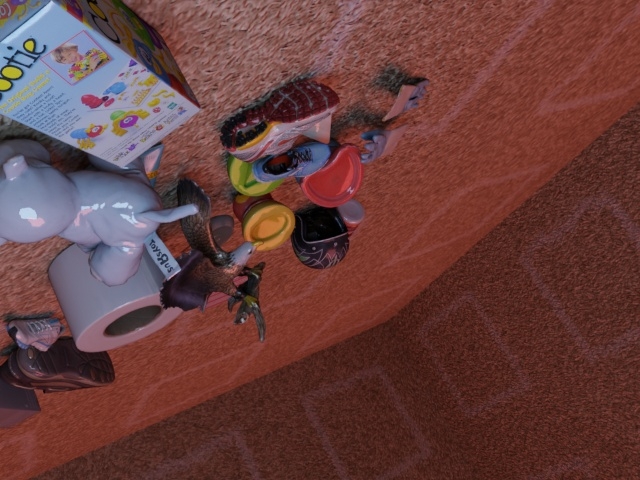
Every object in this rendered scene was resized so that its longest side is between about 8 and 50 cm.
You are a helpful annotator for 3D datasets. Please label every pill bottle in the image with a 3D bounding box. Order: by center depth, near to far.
[{"bbox_3d":[0.063,-0.050,1.797,0.086,0.086,0.152,-19,159,-30],"label":"pill bottle"}]

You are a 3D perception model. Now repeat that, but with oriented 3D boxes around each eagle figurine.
[{"bbox_3d":[-0.218,0.041,1.240,0.225,0.226,0.298,-55,134,-2],"label":"eagle figurine"}]

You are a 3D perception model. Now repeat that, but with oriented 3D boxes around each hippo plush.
[{"bbox_3d":[-0.370,-0.031,0.905,0.236,0.294,0.234,-2,126,-41],"label":"hippo plush"}]

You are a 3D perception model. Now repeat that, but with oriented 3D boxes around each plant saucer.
[{"bbox_3d":[-0.252,-0.011,1.482,0.119,0.021,0.119,-31,155,-16],"label":"plant saucer"}]

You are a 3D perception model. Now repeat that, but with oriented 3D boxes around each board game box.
[{"bbox_3d":[-0.287,-0.213,0.719,0.144,0.142,0.275,-33,162,10],"label":"board game box"}]

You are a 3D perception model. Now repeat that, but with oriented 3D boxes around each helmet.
[{"bbox_3d":[0.000,0.000,1.695,0.169,0.162,0.169,-23,161,-9],"label":"helmet"}]

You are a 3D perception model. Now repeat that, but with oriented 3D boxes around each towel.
[{"bbox_3d":[-0.291,0.147,1.875,0.144,0.029,0.197,-21,162,-27],"label":"towel"}]

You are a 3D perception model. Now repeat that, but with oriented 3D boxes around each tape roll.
[{"bbox_3d":[-0.422,0.102,1.312,0.246,0.169,0.246,-27,161,-10],"label":"tape roll"}]

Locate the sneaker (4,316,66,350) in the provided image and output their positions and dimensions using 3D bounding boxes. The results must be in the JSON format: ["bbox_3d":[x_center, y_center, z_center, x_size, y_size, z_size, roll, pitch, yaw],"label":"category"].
[{"bbox_3d":[-0.641,0.200,1.416,0.083,0.071,0.191,-35,171,-6],"label":"sneaker"}]

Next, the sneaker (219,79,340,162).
[{"bbox_3d":[-0.069,-0.216,1.142,0.225,0.088,0.093,-23,153,7],"label":"sneaker"}]

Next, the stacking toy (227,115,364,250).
[{"bbox_3d":[-0.076,-0.160,1.339,0.308,0.130,0.280,-30,136,-9],"label":"stacking toy"}]

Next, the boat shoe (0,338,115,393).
[{"bbox_3d":[-0.680,0.328,1.623,0.130,0.132,0.355,-24,155,11],"label":"boat shoe"}]

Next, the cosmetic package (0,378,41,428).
[{"bbox_3d":[-0.812,0.387,1.540,0.107,0.127,0.238,-28,164,-7],"label":"cosmetic package"}]

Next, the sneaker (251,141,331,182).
[{"bbox_3d":[-0.049,-0.149,1.201,0.162,0.064,0.073,-22,-173,-18],"label":"sneaker"}]

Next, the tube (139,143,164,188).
[{"bbox_3d":[-0.334,-0.095,1.133,0.080,0.052,0.207,-29,158,-36],"label":"tube"}]

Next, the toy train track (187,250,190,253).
[{"bbox_3d":[-0.304,0.014,1.506,0.083,0.014,0.048,-42,153,15],"label":"toy train track"}]

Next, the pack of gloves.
[{"bbox_3d":[0.152,-0.268,1.357,0.195,0.046,0.232,-62,167,27],"label":"pack of gloves"}]
